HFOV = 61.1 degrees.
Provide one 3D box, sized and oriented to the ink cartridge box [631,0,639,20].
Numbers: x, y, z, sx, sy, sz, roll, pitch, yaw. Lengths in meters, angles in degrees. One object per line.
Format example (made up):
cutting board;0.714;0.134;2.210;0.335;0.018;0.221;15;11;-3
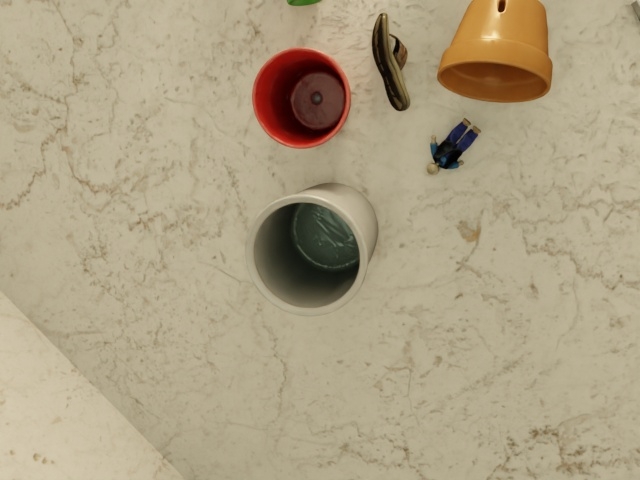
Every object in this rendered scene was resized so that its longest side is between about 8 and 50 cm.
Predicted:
ink cartridge box;0.893;-0.615;1.407;0.122;0.052;0.089;-29;95;19

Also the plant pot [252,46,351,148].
plant pot;-0.030;-0.407;1.565;0.274;0.243;0.275;3;104;12

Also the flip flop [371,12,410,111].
flip flop;0.217;-0.514;1.566;0.080;0.112;0.277;-20;96;-10

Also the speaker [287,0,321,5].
speaker;-0.061;-0.834;1.536;0.131;0.131;0.297;-5;102;14

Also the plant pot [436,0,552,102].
plant pot;0.470;-0.508;1.428;0.290;0.291;0.204;12;88;10

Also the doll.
doll;0.381;-0.272;1.606;0.129;0.046;0.189;35;114;-7

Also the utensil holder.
utensil holder;0.000;0.000;1.579;0.327;0.385;0.328;3;104;12
